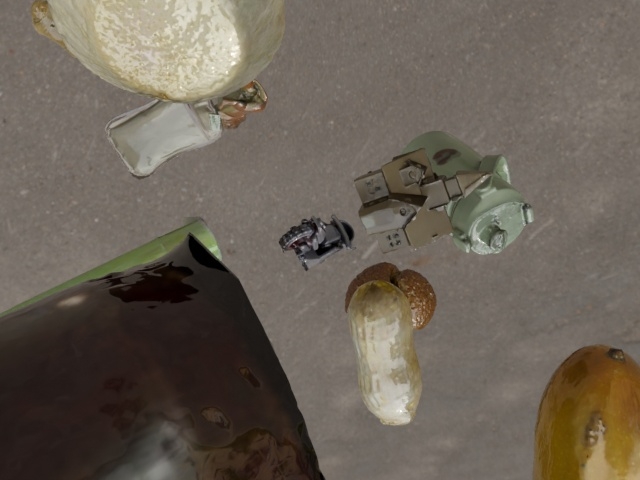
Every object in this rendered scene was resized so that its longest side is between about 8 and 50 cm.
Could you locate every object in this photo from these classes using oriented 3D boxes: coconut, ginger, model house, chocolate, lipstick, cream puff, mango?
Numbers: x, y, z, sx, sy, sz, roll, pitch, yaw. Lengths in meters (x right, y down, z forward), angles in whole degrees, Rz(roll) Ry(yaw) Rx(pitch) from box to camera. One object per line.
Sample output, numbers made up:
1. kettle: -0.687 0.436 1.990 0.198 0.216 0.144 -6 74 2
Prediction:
1. coconut: -0.187 -0.333 0.726 0.328 0.329 0.329 0 137 0
2. ginger: -0.630 -0.601 1.565 0.221 0.130 0.276 1 130 -21
3. model house: 0.209 -0.086 1.167 0.247 0.176 0.181 -20 99 22
4. chocolate: -0.195 0.218 0.418 0.331 0.384 0.384 -15 142 -24
5. lipstick: -0.281 0.067 0.813 0.304 0.076 0.076 -27 142 -21
6. cream puff: 0.231 0.180 1.977 0.302 0.212 0.303 10 176 1
7. mango: 0.176 0.157 0.395 0.075 0.098 0.191 10 107 20
8. chocolate: 0.124 0.221 1.176 0.134 0.134 0.310 -10 108 10

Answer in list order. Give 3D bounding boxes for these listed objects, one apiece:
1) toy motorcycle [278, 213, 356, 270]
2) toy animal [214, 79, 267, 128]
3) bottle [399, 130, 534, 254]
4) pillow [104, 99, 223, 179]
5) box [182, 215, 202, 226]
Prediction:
1. toy motorcycle: 0.000 0.000 1.107 0.122 0.080 0.215 -32 164 4
2. toy animal: -0.218 -0.355 1.553 0.157 0.098 0.312 10 170 -37
3. bottle: 0.342 -0.105 1.393 0.228 0.352 0.229 -13 123 -20
4. pillow: -0.294 -0.209 1.132 0.232 0.038 0.131 -25 101 19
5. box: -0.291 0.027 1.404 0.051 0.130 0.130 -6 115 -14
